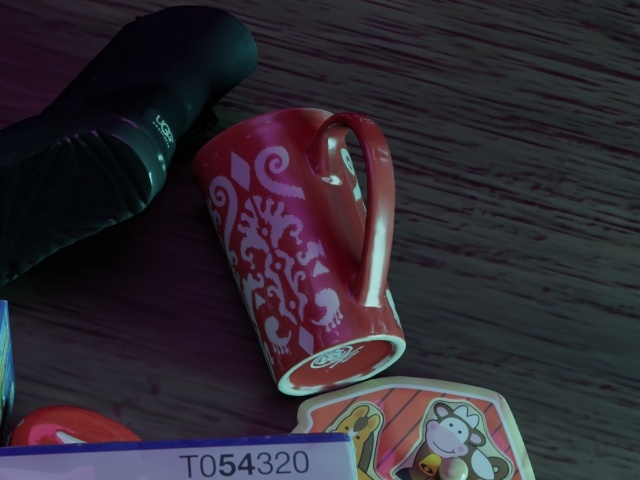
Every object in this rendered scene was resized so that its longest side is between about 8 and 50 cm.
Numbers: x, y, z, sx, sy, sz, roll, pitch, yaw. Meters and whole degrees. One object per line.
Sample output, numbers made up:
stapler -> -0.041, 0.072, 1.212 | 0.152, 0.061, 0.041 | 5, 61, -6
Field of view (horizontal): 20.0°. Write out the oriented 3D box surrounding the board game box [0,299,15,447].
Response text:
board game box -> -0.222, 0.153, 1.111 | 0.035, 0.136, 0.201 | 7, 60, -3

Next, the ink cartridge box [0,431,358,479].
ink cartridge box -> -0.124, 0.267, 0.925 | 0.324, 0.071, 0.330 | -1, 59, -8

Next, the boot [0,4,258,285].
boot -> -0.174, -0.067, 1.258 | 0.246, 0.094, 0.207 | -19, 21, 28

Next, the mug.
mug -> -0.010, 0.003, 1.215 | 0.113, 0.150, 0.169 | -12, 68, -15

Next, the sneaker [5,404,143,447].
sneaker -> -0.093, 0.198, 1.110 | 0.107, 0.118, 0.279 | -34, 70, -23

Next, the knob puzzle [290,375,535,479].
knob puzzle -> 0.061, 0.165, 1.196 | 0.213, 0.030, 0.213 | 3, 60, -5
